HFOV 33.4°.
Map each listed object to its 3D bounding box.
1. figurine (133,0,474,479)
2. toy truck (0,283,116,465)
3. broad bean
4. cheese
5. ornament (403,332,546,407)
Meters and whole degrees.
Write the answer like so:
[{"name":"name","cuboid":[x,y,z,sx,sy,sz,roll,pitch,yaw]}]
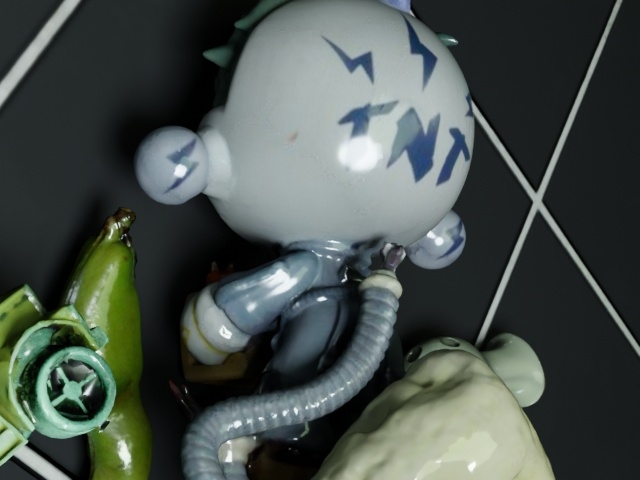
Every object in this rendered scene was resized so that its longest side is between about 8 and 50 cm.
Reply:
[{"name":"figurine","cuboid":[0.001,0.001,0.715,0.261,0.186,0.382,19,75,-50]},{"name":"toy truck","cuboid":[-0.229,0.102,0.516,0.259,0.128,0.135,-38,101,-41]},{"name":"broad bean","cuboid":[-0.136,0.085,0.664,0.070,0.048,0.213,5,87,-47]},{"name":"cheese","cuboid":[0.087,0.203,0.625,0.159,0.093,0.263,-38,118,-23]},{"name":"ornament","cuboid":[0.126,0.120,0.926,0.156,0.081,0.075,0,55,-50]}]
